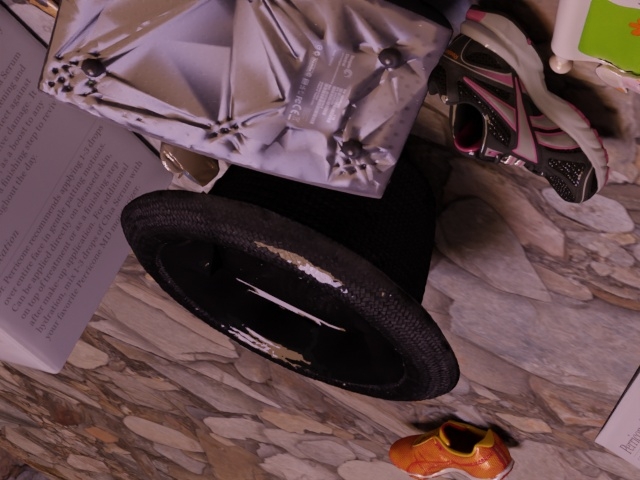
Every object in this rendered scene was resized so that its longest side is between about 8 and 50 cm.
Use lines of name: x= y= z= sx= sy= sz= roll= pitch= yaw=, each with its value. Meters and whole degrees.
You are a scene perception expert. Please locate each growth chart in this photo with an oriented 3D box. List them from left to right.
growth chart: x=0.248 y=-0.107 z=1.218 sx=0.237 sy=0.021 sz=0.172 roll=22 pitch=160 yaw=18

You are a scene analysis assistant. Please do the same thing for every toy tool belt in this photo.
toy tool belt: x=-0.109 y=-0.072 z=1.735 sx=0.083 sy=0.052 sz=0.051 roll=43 pitch=-173 yaw=-27

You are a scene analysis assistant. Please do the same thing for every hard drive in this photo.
hard drive: x=-0.052 y=-0.133 z=1.350 sx=0.255 sy=0.054 sz=0.172 roll=17 pitch=129 yaw=-6

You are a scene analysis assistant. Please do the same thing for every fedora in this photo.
fedora: x=0.000 y=0.000 z=1.601 sx=0.334 sy=0.152 sz=0.334 roll=25 pitch=163 yaw=8

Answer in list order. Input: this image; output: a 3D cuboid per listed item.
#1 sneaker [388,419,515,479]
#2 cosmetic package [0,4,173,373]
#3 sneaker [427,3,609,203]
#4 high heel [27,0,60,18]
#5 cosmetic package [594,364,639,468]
sneaker: x=0.136 y=0.218 z=2.114 sx=0.175 sy=0.064 sz=0.067 roll=-6 pitch=121 yaw=49
cosmetic package: x=-0.360 y=-0.101 z=1.713 sx=0.161 sy=0.230 sz=0.453 roll=8 pitch=151 yaw=44
sneaker: x=0.126 y=-0.079 z=1.339 sx=0.178 sy=0.077 sz=0.072 roll=48 pitch=172 yaw=-36
high heel: x=-0.156 y=-0.190 z=1.375 sx=0.261 sy=0.093 sz=0.186 roll=20 pitch=173 yaw=21
cosmetic package: x=0.369 y=0.113 z=1.338 sx=0.284 sy=0.097 sz=0.377 roll=33 pitch=155 yaw=10
